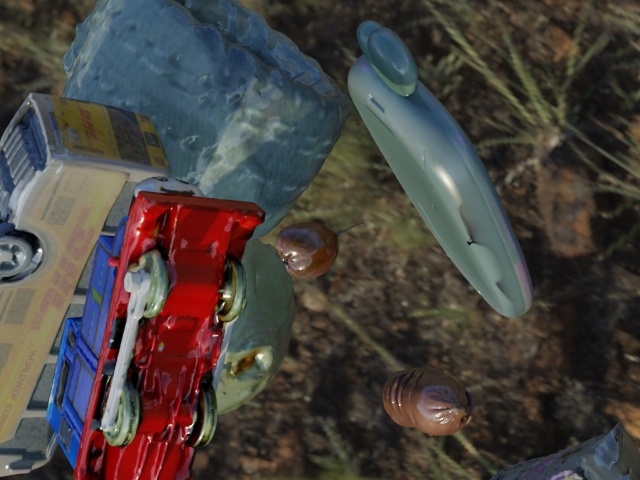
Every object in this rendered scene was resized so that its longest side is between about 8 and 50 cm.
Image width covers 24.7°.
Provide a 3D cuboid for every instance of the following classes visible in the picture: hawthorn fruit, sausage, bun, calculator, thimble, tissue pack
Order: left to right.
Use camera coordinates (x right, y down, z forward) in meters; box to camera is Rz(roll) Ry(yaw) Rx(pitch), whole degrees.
[{"bbox_3d":[-0.110,-0.121,1.283,0.250,0.205,0.172,37,106,4],"label":"thimble"},{"bbox_3d":[-0.152,0.130,1.972,0.293,0.293,0.187,-59,31,6],"label":"bun"},{"bbox_3d":[0.000,0.000,1.638,0.103,0.067,0.067,-32,45,-19],"label":"hawthorn fruit"},{"bbox_3d":[0.131,0.203,1.871,0.433,0.087,0.088,132,155,-83],"label":"sausage"},{"bbox_3d":[0.091,-0.052,1.144,0.041,0.299,0.185,-34,42,-3],"label":"calculator"},{"bbox_3d":[0.292,0.341,1.512,0.257,0.123,0.215,58,142,2],"label":"tissue pack"}]

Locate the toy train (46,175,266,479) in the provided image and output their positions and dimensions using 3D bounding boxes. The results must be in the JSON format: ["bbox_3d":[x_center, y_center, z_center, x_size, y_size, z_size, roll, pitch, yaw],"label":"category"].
[{"bbox_3d":[-0.110,0.058,0.937,0.131,0.082,0.204,43,122,57],"label":"toy train"}]

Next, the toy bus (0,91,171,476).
[{"bbox_3d":[-0.233,0.044,1.155,0.343,0.138,0.097,-64,36,31],"label":"toy bus"}]
